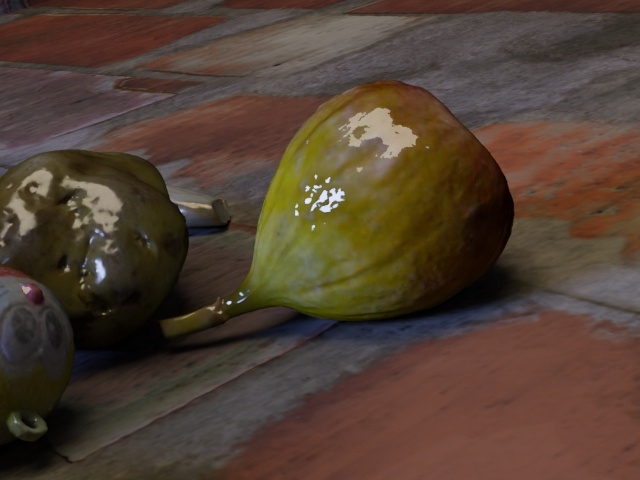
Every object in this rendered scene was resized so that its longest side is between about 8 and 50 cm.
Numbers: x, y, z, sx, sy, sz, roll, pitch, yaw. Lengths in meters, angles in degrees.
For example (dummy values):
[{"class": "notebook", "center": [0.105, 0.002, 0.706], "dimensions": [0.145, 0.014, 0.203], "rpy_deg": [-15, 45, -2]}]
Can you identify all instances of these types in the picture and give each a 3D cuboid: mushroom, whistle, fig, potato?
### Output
[{"class": "mushroom", "center": [-0.168, -0.032, 1.167], "dimensions": [0.202, 0.054, 0.059], "rpy_deg": [4, 23, 29]}, {"class": "whistle", "center": [-0.229, 0.041, 0.809], "dimensions": [0.123, 0.123, 0.223], "rpy_deg": [-24, 54, -30]}, {"class": "fig", "center": [0.000, 0.000, 0.879], "dimensions": [0.257, 0.159, 0.159], "rpy_deg": [-29, 19, 4]}, {"class": "potato", "center": [-0.178, 0.005, 0.948], "dimensions": [0.154, 0.137, 0.200], "rpy_deg": [14, 14, -15]}]
